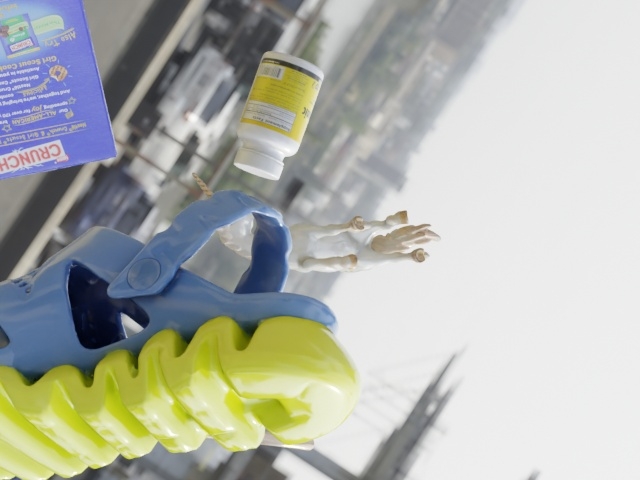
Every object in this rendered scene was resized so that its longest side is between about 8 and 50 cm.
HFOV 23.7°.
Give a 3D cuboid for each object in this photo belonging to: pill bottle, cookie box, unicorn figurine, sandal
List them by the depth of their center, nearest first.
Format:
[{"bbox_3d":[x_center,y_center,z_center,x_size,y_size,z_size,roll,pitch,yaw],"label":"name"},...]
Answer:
[{"bbox_3d":[-0.159,-0.087,0.774,0.040,0.092,0.107,-108,-171,-57],"label":"cookie box"},{"bbox_3d":[-0.130,0.054,0.873,0.126,0.317,0.138,64,22,-56],"label":"sandal"},{"bbox_3d":[0.000,0.000,1.073,0.111,0.162,0.060,-5,-110,46],"label":"unicorn figurine"},{"bbox_3d":[-0.045,-0.122,1.502,0.065,0.065,0.116,120,-10,-85],"label":"pill bottle"}]

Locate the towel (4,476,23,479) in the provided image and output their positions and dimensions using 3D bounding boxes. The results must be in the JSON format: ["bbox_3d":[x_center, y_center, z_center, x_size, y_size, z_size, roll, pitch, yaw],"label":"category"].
[{"bbox_3d":[-0.308,0.455,1.775,0.243,0.336,0.040,-46,173,29],"label":"towel"}]

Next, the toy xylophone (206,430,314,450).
[{"bbox_3d":[-0.050,0.252,1.169,0.081,0.323,0.236,-42,-132,25],"label":"toy xylophone"}]
